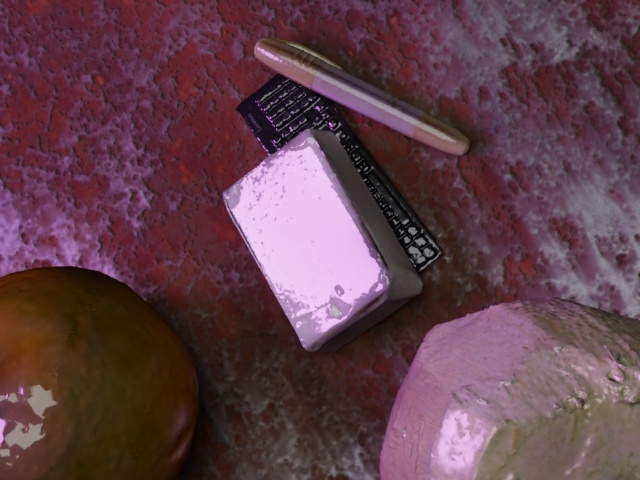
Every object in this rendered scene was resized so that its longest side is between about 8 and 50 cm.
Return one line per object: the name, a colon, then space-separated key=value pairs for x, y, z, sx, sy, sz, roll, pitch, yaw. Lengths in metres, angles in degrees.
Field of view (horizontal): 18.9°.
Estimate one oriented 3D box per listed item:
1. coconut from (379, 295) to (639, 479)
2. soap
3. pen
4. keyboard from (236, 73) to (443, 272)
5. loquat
coconut: x=0.192 y=0.188 z=1.627 sx=0.297 sy=0.254 sz=0.297 roll=-3 pitch=104 yaw=-13
soap: x=0.000 y=0.000 z=1.812 sx=0.121 sy=0.064 sz=0.183 roll=-36 pitch=73 yaw=21
pen: x=0.041 y=-0.141 z=1.857 sx=0.233 sy=0.032 sz=0.040 roll=27 pitch=43 yaw=10
keyboard: x=0.015 y=-0.058 z=1.859 sx=0.087 sy=0.017 sz=0.250 roll=-37 pitch=73 yaw=4
loquat: x=-0.247 y=0.147 z=1.747 sx=0.276 sy=0.284 sz=0.276 roll=-2 pitch=83 yaw=18
